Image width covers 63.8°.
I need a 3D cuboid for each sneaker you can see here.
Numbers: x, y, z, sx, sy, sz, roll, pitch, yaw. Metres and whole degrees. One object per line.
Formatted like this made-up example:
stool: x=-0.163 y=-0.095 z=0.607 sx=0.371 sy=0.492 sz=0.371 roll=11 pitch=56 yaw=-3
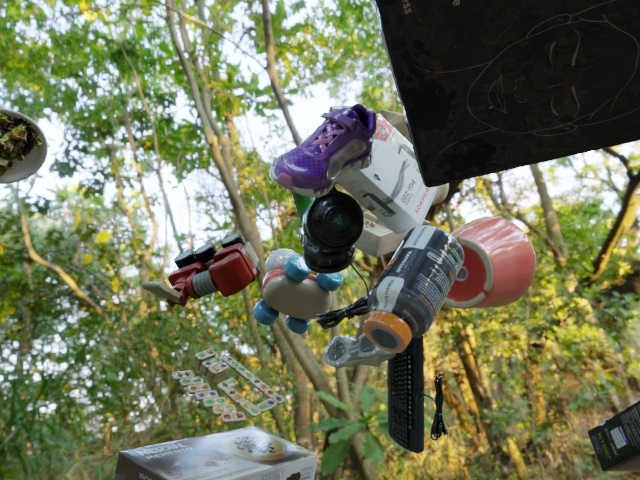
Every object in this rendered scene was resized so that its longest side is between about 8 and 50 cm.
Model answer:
sneaker: x=0.014 y=-0.146 z=0.777 sx=0.236 sy=0.095 sz=0.105 roll=-37 pitch=-23 yaw=-47
sneaker: x=0.110 y=0.313 z=1.400 sx=0.232 sy=0.091 sz=0.115 roll=-19 pitch=-43 yaw=43

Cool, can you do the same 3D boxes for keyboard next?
keyboard: x=0.245 y=0.398 z=1.344 sx=0.033 sy=0.318 sz=0.201 roll=-5 pitch=5 yaw=-40

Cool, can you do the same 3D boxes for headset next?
headset: x=0.000 y=0.000 z=1.177 sx=0.185 sy=0.395 sz=0.243 roll=-22 pitch=-24 yaw=-14

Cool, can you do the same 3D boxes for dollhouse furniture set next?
dollhouse furniture set: x=0.217 y=-0.181 z=1.534 sx=0.256 sy=0.362 sz=0.395 roll=-15 pitch=-58 yaw=-43

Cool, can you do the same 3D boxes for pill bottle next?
pill bottle: x=0.173 y=0.094 z=0.982 sx=0.246 sy=0.130 sz=0.130 roll=-52 pitch=0 yaw=-35

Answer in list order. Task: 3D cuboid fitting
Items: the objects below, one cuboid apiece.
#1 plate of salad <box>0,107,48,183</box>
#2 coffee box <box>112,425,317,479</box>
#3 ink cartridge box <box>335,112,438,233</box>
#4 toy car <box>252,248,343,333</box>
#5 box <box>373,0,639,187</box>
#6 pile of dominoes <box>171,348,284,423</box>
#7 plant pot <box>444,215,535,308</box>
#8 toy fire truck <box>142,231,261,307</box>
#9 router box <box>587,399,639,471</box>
plate of salad: x=-0.746 y=-0.212 z=1.202 sx=0.199 sy=0.048 sz=0.200 roll=-21 pitch=-43 yaw=-21
coffee box: x=-0.166 y=0.403 z=0.840 sx=0.168 sy=0.119 sz=0.297 roll=6 pitch=-5 yaw=39
ink cartridge box: x=0.149 y=-0.143 z=1.132 sx=0.217 sy=0.159 sz=0.092 roll=40 pitch=-28 yaw=-20
toy car: x=-0.081 y=0.105 z=1.512 sx=0.210 sy=0.238 sz=0.219 roll=20 pitch=-61 yaw=-28
box: x=0.322 y=-0.380 z=0.723 sx=0.470 sy=0.298 sz=0.480 roll=-10 pitch=-43 yaw=17
pile of dominoes: x=-0.240 y=0.371 z=1.343 sx=0.195 sy=0.251 sz=0.040 roll=-11 pitch=-58 yaw=-52
plant pot: x=0.437 y=0.075 z=1.450 sx=0.274 sy=0.275 sz=0.243 roll=-32 pitch=-14 yaw=36
toy fire truck: x=-0.282 y=0.089 z=1.206 sx=0.216 sy=0.246 sz=0.159 roll=-18 pitch=-68 yaw=18
router box: x=0.697 y=0.342 z=0.927 sx=0.308 sy=0.081 sz=0.243 roll=6 pitch=-41 yaw=-13
